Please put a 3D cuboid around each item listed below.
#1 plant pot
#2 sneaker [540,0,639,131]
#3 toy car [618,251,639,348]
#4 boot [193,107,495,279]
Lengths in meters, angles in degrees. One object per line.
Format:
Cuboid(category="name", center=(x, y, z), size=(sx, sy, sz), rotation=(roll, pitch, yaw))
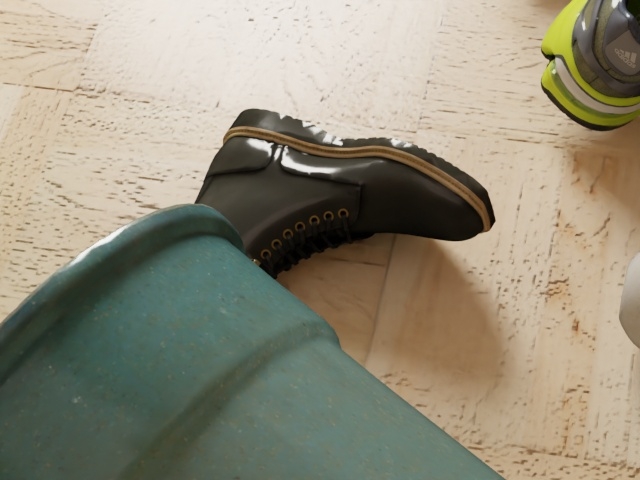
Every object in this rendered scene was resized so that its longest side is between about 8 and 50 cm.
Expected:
Cuboid(category="plant pot", center=(-0.010, 0.210, 0.850), size=(0.334, 0.341, 0.341), rotation=(32, 58, 16))
Cuboid(category="sneaker", center=(0.277, -0.202, 1.253), size=(0.111, 0.121, 0.300), rotation=(40, 73, -5))
Cuboid(category="toy car", center=(0.267, 0.004, 1.089), size=(0.159, 0.136, 0.182), rotation=(11, 87, 10))
Cuboid(category="boot", center=(0.000, 0.000, 1.176), size=(0.197, 0.077, 0.137), rotation=(13, 56, 30))
